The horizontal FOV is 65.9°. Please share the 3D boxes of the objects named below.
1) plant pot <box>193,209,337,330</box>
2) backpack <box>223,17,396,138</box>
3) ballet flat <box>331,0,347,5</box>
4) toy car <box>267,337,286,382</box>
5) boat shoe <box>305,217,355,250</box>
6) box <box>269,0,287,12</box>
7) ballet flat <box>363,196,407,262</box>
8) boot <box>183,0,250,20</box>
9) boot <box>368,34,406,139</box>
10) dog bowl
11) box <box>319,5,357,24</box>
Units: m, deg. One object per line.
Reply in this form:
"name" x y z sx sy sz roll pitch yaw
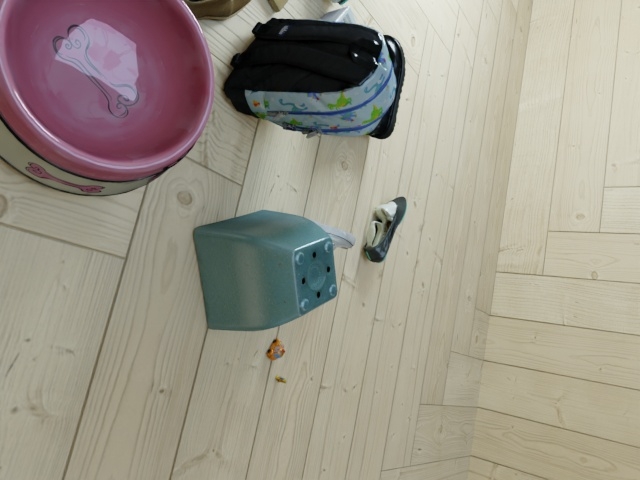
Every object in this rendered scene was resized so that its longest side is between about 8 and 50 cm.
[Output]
"plant pot" -0.103 0.068 1.151 0.247 0.252 0.247 -21 108 -51
"backpack" 0.003 -0.387 1.172 0.273 0.355 0.290 51 53 -43
"ballet flat" 0.108 -0.871 1.476 0.139 0.139 0.401 53 53 -40
"toy car" -0.103 0.328 1.343 0.060 0.040 0.122 -42 124 -43
"boat shoe" 0.000 0.000 1.413 0.267 0.096 0.088 19 82 -51
"box" -0.125 -0.715 1.252 0.201 0.021 0.165 53 53 -41
"ballet flat" 0.223 -0.057 1.706 0.096 0.095 0.281 40 61 -33
"boot" -0.213 -0.545 1.076 0.305 0.115 0.113 -47 126 -42
"boot" 0.148 -0.493 1.538 0.260 0.131 0.349 0 93 -53
"dog bowl" -0.357 -0.277 0.816 0.407 0.150 0.409 -4 97 -41
"box" 0.048 -0.602 1.434 0.101 0.087 0.102 -59 135 -32
